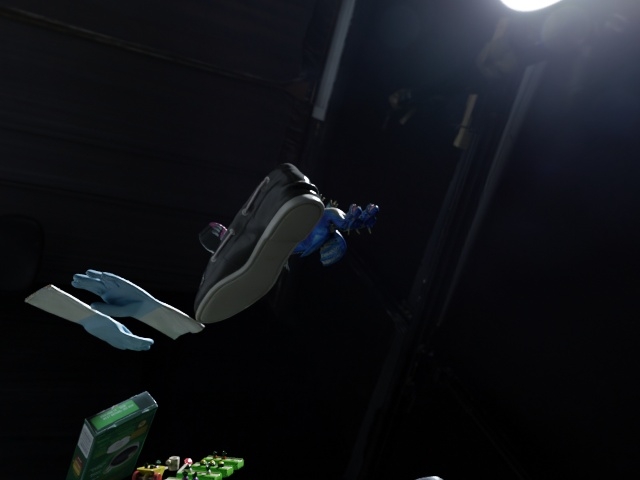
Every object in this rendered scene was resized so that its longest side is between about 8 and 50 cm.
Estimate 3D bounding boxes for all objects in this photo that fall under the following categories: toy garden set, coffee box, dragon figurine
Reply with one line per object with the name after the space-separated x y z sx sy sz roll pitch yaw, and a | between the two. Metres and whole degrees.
-0.347 0.598 1.240 0.244 0.204 0.049 35 54 -72 | toy garden set
-0.349 0.345 0.775 0.040 0.113 0.184 38 -63 24 | coffee box
0.000 0.000 1.027 0.289 0.085 0.144 -47 -136 23 | dragon figurine

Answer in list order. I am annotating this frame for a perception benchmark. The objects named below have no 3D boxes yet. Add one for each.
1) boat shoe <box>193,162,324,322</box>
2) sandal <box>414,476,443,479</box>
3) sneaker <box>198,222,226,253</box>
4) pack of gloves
-0.116 0.014 0.786 0.335 0.112 0.095 -47 -128 29 | boat shoe
0.072 0.397 0.573 0.254 0.097 0.054 -43 -155 -1 | sandal
-0.240 0.031 1.188 0.178 0.072 0.077 42 -20 26 | sneaker
-0.354 0.141 0.802 0.195 0.232 0.046 -24 -137 26 | pack of gloves
